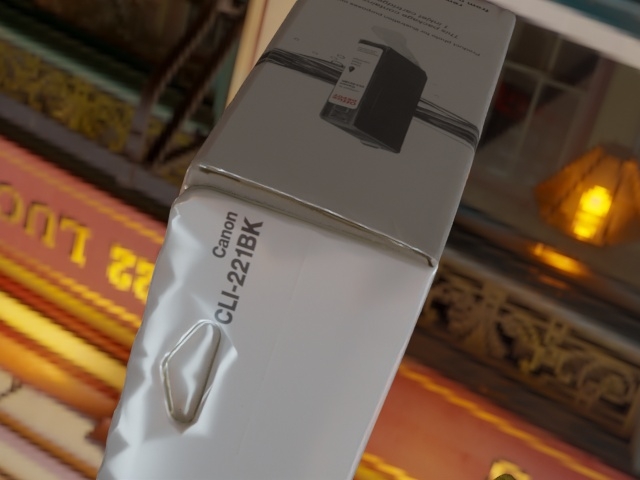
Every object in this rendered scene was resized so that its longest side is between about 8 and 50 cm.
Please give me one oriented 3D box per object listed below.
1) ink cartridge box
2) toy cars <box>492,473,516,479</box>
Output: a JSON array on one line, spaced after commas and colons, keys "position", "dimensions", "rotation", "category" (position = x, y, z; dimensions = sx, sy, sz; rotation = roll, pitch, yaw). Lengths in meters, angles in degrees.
[{"position": [0.000, 0.000, 0.776], "dimensions": [0.114, 0.197, 0.273], "rotation": [21, -147, 3], "category": "ink cartridge box"}, {"position": [0.003, 0.252, 1.018], "dimensions": [0.087, 0.176, 0.394], "rotation": [2, 169, -40], "category": "toy cars"}]
